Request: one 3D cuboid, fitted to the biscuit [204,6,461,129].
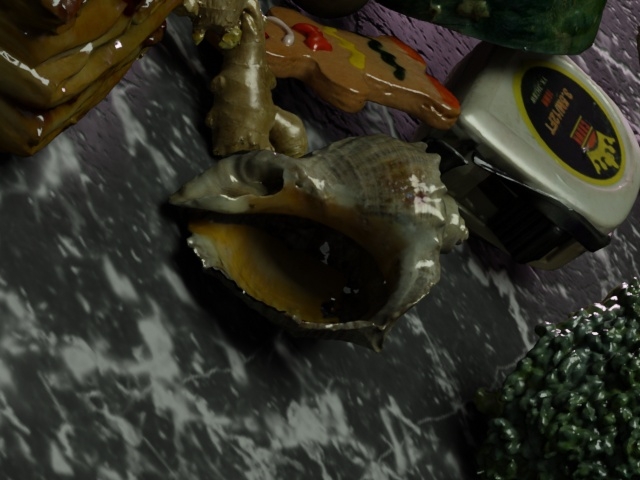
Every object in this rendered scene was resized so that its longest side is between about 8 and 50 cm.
[{"bbox_3d":[0.010,-0.164,1.672,0.250,0.036,0.165,11,27,-33],"label":"biscuit"}]

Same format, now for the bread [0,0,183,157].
[{"bbox_3d":[-0.229,-0.245,1.344,0.324,0.167,0.277,53,31,-12],"label":"bread"}]

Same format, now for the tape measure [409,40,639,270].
[{"bbox_3d":[0.200,-0.064,1.843,0.231,0.133,0.271,44,34,-8],"label":"tape measure"}]

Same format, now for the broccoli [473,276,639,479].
[{"bbox_3d":[0.279,0.160,1.664,0.288,0.245,0.248,17,71,-3],"label":"broccoli"}]

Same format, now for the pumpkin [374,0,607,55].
[{"bbox_3d":[0.170,-0.320,1.845,0.263,0.196,0.293,10,21,-11],"label":"pumpkin"}]

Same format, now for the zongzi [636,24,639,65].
[{"bbox_3d":[0.555,-0.038,2.283,0.447,0.181,0.418,19,48,-50],"label":"zongzi"}]

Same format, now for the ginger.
[{"bbox_3d":[-0.079,-0.157,1.548,0.193,0.052,0.176,14,90,-29],"label":"ginger"}]

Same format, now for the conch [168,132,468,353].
[{"bbox_3d":[0.000,0.000,1.480,0.245,0.163,0.178,8,33,-17],"label":"conch"}]

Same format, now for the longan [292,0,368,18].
[{"bbox_3d":[0.003,-0.258,1.756,0.113,0.092,0.113,47,-2,3],"label":"longan"}]
